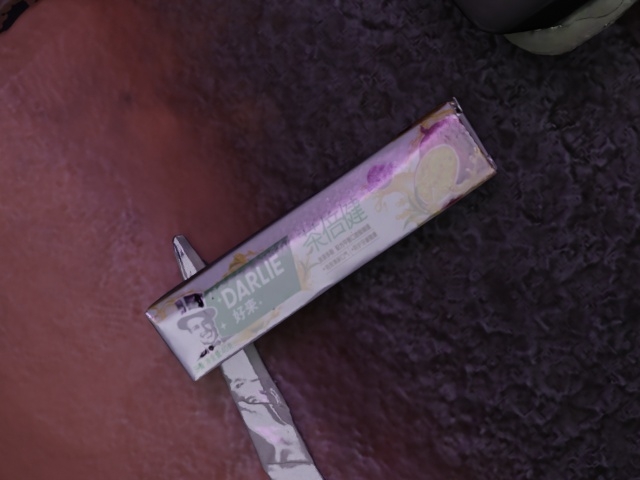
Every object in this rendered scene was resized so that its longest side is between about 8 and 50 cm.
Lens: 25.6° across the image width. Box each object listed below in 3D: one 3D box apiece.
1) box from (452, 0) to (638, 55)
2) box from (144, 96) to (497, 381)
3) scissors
[{"bbox_3d":[0.097,-0.253,0.666,0.220,0.166,0.290,-37,88,40],"label":"box"},{"bbox_3d":[0.000,0.000,0.774,0.207,0.041,0.050,-34,90,1],"label":"box"},{"bbox_3d":[-0.016,0.132,0.804,0.109,0.022,0.300,-27,89,3],"label":"scissors"}]
